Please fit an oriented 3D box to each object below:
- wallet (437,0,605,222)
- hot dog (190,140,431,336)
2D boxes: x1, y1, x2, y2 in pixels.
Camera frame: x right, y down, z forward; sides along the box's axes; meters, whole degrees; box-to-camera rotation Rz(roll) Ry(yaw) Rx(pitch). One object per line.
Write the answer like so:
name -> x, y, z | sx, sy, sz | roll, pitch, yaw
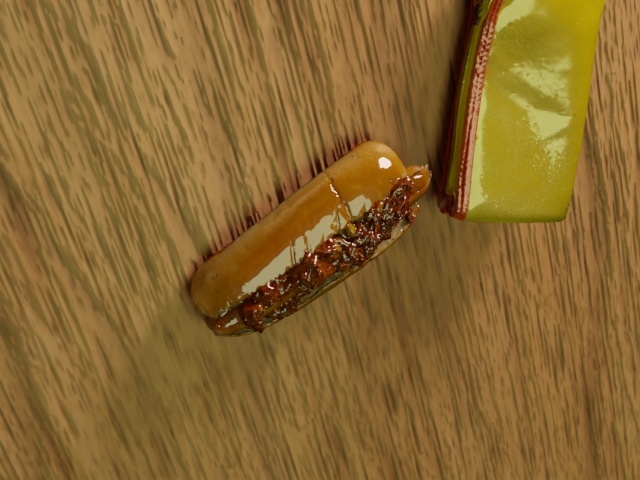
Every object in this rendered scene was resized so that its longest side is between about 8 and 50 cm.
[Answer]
wallet -> 0.181, -0.136, 1.305 | 0.141, 0.067, 0.241 | -4, 112, -30
hot dog -> 0.000, 0.000, 1.229 | 0.249, 0.076, 0.102 | -36, 127, -15
